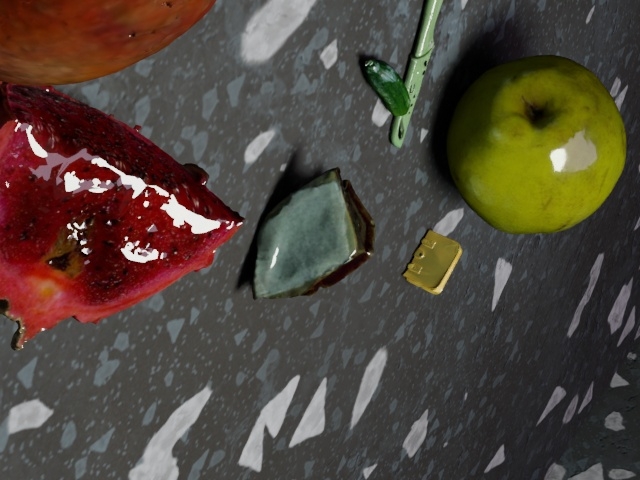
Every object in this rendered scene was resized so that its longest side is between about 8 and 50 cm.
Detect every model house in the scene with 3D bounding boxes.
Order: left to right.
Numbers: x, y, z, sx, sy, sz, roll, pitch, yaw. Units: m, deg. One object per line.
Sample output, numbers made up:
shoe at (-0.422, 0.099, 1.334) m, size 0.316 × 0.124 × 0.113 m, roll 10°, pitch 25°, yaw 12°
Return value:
model house at (-0.006, 0.004, 1.543) m, size 0.165 × 0.106 × 0.152 m, roll -32°, pitch 170°, yaw 13°

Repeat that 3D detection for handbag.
handbag at (0.167, 0.032, 1.904) m, size 0.083 × 0.061 × 0.027 m, roll -62°, pitch 157°, yaw -10°

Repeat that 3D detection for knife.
knife at (0.134, -0.255, 1.646) m, size 0.043 × 0.020 × 0.293 m, roll -19°, pitch 129°, yaw -57°

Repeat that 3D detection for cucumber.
cucumber at (0.085, -0.192, 1.589) m, size 0.037 × 0.037 × 0.155 m, roll -61°, pitch 154°, yaw -7°

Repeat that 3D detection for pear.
pear at (0.303, -0.127, 1.820) m, size 0.253 × 0.253 × 0.307 m, roll -56°, pitch 159°, yaw -18°

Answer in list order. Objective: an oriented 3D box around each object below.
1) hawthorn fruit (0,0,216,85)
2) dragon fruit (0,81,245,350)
hawthorn fruit at (-0.151, -0.231, 0.836) m, size 0.276 × 0.307 × 0.276 m, roll -21°, pitch 117°, yaw -48°
dragon fruit at (-0.231, -0.017, 1.080) m, size 0.211 × 0.134 × 0.262 m, roll -54°, pitch 138°, yaw 4°
